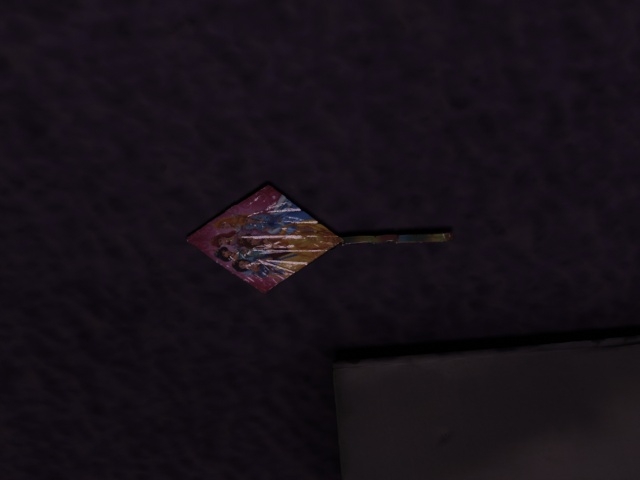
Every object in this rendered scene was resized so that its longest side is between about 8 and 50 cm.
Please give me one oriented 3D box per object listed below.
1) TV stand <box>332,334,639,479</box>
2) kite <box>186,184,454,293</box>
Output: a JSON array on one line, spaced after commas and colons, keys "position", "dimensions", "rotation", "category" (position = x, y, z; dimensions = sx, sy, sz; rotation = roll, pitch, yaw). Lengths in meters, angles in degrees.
[{"position": [0.141, 0.084, 0.433], "dimensions": [0.270, 0.088, 0.082], "rotation": [-4, 137, 1], "category": "TV stand"}, {"position": [-0.002, -0.004, 0.395], "dimensions": [0.078, 0.002, 0.044], "rotation": [-16, 134, 14], "category": "kite"}]
